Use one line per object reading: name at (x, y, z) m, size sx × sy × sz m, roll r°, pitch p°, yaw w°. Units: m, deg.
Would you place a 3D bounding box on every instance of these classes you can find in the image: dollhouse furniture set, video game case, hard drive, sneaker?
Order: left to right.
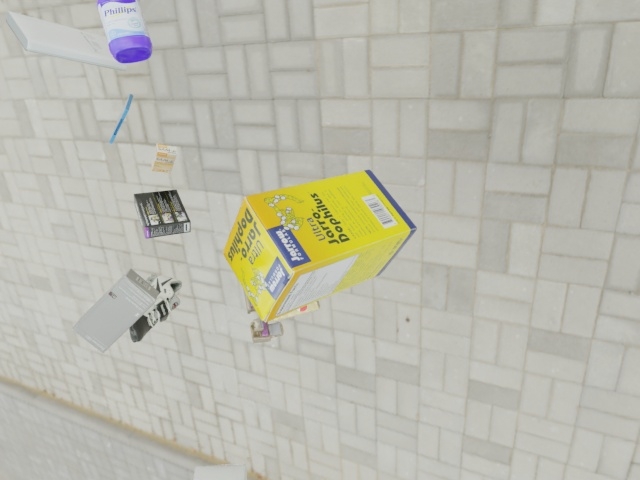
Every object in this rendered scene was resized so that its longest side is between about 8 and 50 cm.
hard drive at (-0.821, -0.646, 1.573) m, size 0.203 × 0.307 × 0.040 m, roll 48°, pitch 122°, yaw 26°
video game case at (-0.755, -0.460, 1.822) m, size 0.015 × 0.119 × 0.166 m, roll 23°, pitch 126°, yaw -29°
sneaker at (-0.620, 0.248, 1.835) m, size 0.146 × 0.331 × 0.123 m, roll 4°, pitch 129°, yaw 2°
dollhouse furniture set at (-0.168, 0.185, 1.779) m, size 0.303 × 0.198 × 0.287 m, roll 110°, pitch 148°, yaw -59°

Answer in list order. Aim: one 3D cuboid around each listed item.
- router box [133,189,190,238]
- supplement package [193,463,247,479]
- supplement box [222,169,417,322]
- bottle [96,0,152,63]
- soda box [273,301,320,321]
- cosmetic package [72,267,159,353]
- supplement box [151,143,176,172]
router box at (-0.482, -0.085, 1.462) m, size 0.179 × 0.133 × 0.046 m, roll 55°, pitch 144°, yaw 42°
supplement package at (-0.197, 0.540, 0.921) m, size 0.105 × 0.179 × 0.105 m, roll 0°, pitch 122°, yaw -5°
supplement box at (0.000, 0.000, 1.067) m, size 0.195 × 0.356 × 0.194 m, roll 55°, pitch 139°, yaw 22°
bottle at (-0.566, -0.650, 1.362) m, size 0.092 × 0.118 × 0.283 m, roll 143°, pitch 111°, yaw -73°
soda box at (-0.097, 0.250, 1.815) m, size 0.181 × 0.058 × 0.061 m, roll -16°, pitch 93°, yaw 6°
cosmetic package at (-0.635, 0.218, 1.502) m, size 0.127 × 0.107 × 0.238 m, roll 43°, pitch 90°, yaw -17°
supplement box at (-0.500, -0.260, 1.536) m, size 0.098 × 0.062 × 0.036 m, roll -50°, pitch 44°, yaw 49°
